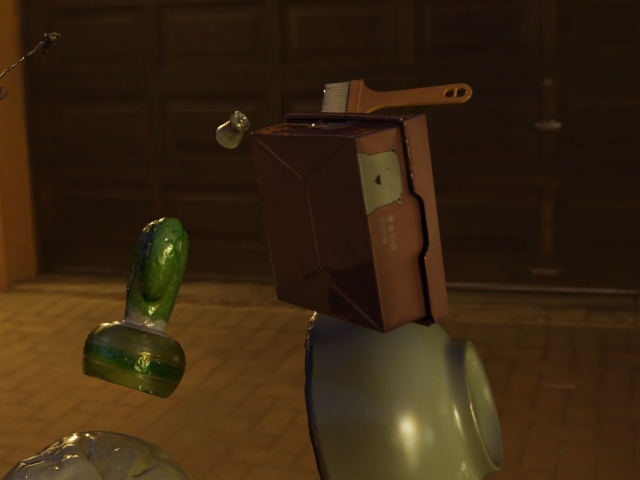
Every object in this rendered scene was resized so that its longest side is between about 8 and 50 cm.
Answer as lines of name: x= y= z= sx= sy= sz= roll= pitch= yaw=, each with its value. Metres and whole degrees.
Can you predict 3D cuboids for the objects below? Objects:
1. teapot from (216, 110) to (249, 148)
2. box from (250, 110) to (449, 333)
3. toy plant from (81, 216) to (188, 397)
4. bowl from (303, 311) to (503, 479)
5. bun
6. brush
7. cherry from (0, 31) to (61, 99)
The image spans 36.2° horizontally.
teapot: x=-0.180 y=-0.239 z=2.062 sx=0.057 sy=0.067 sz=0.083 roll=14 pitch=-25 yaw=-24
box: x=0.027 y=-0.024 z=1.029 sx=0.086 sy=0.215 sz=0.215 roll=-19 pitch=18 yaw=-32
toy plant: x=-0.305 y=0.114 z=1.770 sx=0.184 sy=0.316 sz=0.224 roll=17 pitch=-10 yaw=-4
bowl: x=0.127 y=0.234 z=1.287 sx=0.185 sy=0.354 sz=0.354 roll=-15 pitch=4 yaw=16
bun: x=-0.249 y=0.329 z=1.099 sx=0.259 sy=0.259 sz=0.160 roll=-5 pitch=-22 yaw=-23
brush: x=0.129 y=-0.245 z=1.702 sx=0.272 sy=0.103 sz=0.013 roll=-2 pitch=-30 yaw=19
cherry: x=-0.423 y=-0.197 z=1.230 sx=0.090 sy=0.107 sz=0.225 roll=39 pitch=42 yaw=17
